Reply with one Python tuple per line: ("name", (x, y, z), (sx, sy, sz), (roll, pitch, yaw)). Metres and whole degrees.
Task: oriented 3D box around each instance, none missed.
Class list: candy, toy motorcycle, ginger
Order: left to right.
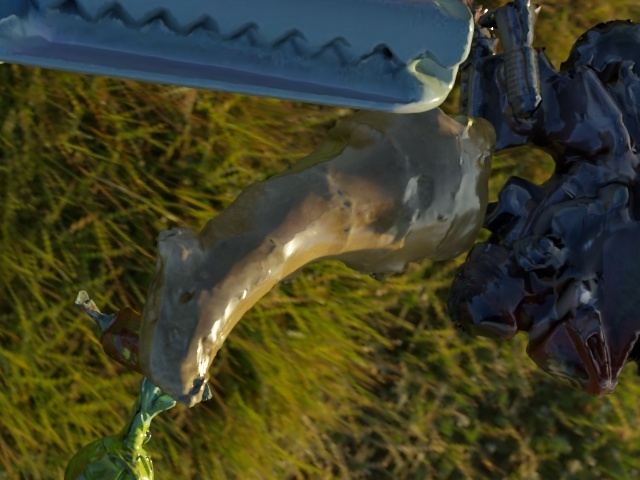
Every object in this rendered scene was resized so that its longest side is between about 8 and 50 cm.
("candy", (-0.182, 0.104, 1.397), (0.046, 0.182, 0.053), (-40, 151, -33))
("candy", (-0.142, 0.128, 1.206), (0.077, 0.073, 0.262), (27, 93, 9))
("ginger", (0.000, 0.000, 0.860), (0.294, 0.086, 0.131), (-36, 127, -32))
("toy motorcycle", (0.165, -0.062, 0.995), (0.207, 0.134, 0.401), (-12, 83, -7))

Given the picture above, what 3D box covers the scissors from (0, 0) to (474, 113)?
("scissors", (-0.093, -0.061, 0.313), (0.256, 0.125, 0.030), (8, 119, -6))
